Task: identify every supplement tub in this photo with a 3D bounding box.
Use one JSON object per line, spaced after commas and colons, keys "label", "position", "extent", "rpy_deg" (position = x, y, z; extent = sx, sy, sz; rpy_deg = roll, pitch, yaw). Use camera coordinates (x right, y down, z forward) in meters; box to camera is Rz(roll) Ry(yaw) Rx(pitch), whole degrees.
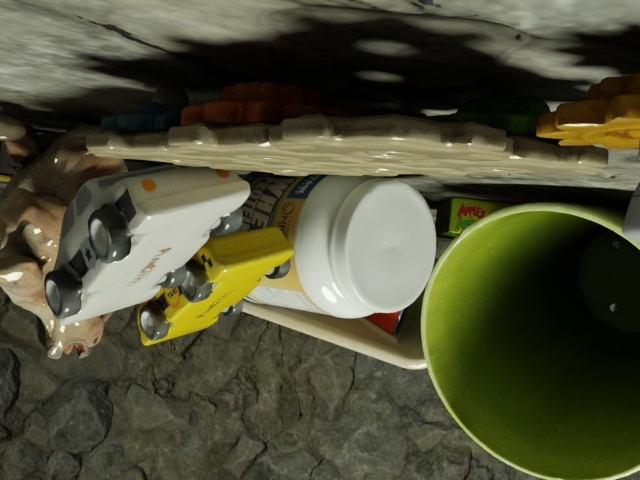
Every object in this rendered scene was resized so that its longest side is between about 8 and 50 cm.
{"label": "supplement tub", "position": [0.000, 0.000, 0.878], "extent": [0.144, 0.144, 0.199], "rpy_deg": [7, 178, -42]}

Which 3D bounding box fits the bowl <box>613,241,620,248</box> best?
{"label": "bowl", "position": [0.422, 0.020, 1.166], "extent": [0.170, 0.080, 0.170], "rpy_deg": [6, 179, 0]}

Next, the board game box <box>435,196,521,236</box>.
{"label": "board game box", "position": [0.201, -0.023, 1.127], "extent": [0.092, 0.043, 0.181], "rpy_deg": [7, 179, 2]}

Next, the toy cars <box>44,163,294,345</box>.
{"label": "toy cars", "position": [-0.122, 0.005, 0.716], "extent": [0.176, 0.087, 0.394], "rpy_deg": [-26, 168, 0]}

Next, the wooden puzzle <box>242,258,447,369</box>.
{"label": "wooden puzzle", "position": [0.007, 0.022, 1.110], "extent": [0.347, 0.081, 0.322], "rpy_deg": [14, -159, 10]}

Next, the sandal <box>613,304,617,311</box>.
{"label": "sandal", "position": [0.571, 0.057, 1.195], "extent": [0.107, 0.168, 0.445], "rpy_deg": [32, 160, -24]}

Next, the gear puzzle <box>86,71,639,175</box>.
{"label": "gear puzzle", "position": [0.034, -0.059, 0.421], "extent": [0.175, 0.044, 0.339], "rpy_deg": [2, -179, -43]}

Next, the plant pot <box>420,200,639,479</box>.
{"label": "plant pot", "position": [0.298, 0.070, 0.952], "extent": [0.274, 0.275, 0.293], "rpy_deg": [5, -165, 35]}

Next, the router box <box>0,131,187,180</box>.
{"label": "router box", "position": [-0.238, -0.074, 0.892], "extent": [0.178, 0.046, 0.133], "rpy_deg": [6, 179, -25]}

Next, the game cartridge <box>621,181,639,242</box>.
{"label": "game cartridge", "position": [0.312, 0.009, 0.436], "extent": [0.230, 0.068, 0.355], "rpy_deg": [27, 179, 0]}

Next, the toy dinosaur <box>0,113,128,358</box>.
{"label": "toy dinosaur", "position": [-0.218, -0.024, 0.749], "extent": [0.200, 0.127, 0.296], "rpy_deg": [-6, 145, -49]}
